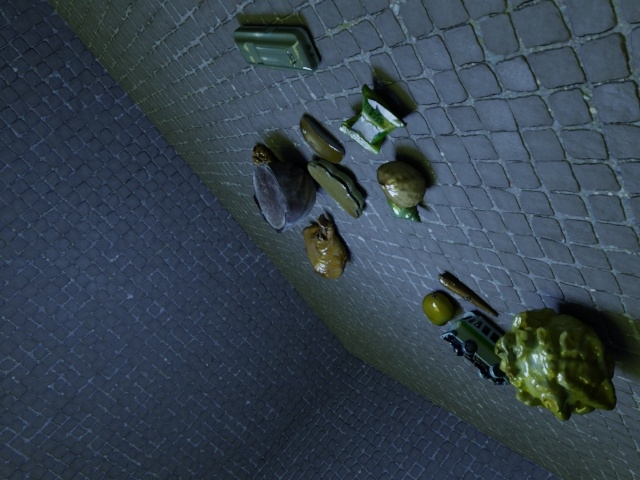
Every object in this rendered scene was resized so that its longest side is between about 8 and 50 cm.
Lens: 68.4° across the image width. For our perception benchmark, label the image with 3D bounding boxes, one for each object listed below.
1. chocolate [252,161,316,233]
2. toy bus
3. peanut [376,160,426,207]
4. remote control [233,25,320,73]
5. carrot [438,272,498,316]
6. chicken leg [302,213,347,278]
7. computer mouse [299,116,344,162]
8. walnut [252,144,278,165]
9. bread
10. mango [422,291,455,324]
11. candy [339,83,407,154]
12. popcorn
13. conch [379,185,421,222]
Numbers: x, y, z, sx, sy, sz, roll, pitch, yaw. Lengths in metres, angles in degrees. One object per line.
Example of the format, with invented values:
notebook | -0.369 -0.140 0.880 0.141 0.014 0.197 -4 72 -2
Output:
chocolate | -0.129 -0.202 1.946 0.303 0.212 0.303 42 142 45
toy bus | 0.613 0.400 1.776 0.276 0.165 0.134 42 163 8
peanut | 0.239 -0.165 1.381 0.159 0.109 0.140 42 179 -41
remote control | -0.139 -0.556 1.376 0.335 0.065 0.128 27 159 44
carrot | 0.532 0.199 1.700 0.254 0.049 0.049 35 162 11
chicken leg | 0.000 0.000 2.262 0.295 0.182 0.409 52 166 33
computer mouse | -0.002 -0.340 1.614 0.199 0.045 0.102 43 161 0
walnut | -0.245 -0.349 2.105 0.170 0.069 0.143 46 165 1
bread | 0.072 -0.202 1.753 0.286 0.056 0.207 46 166 -8
mango | 0.478 0.285 1.937 0.137 0.091 0.237 45 164 16
candy | 0.141 -0.324 1.291 0.149 0.069 0.246 39 158 -4
popcorn | 0.670 0.355 1.331 0.312 0.312 0.312 39 163 15
conch | 0.248 -0.130 1.498 0.201 0.079 0.095 58 179 11
